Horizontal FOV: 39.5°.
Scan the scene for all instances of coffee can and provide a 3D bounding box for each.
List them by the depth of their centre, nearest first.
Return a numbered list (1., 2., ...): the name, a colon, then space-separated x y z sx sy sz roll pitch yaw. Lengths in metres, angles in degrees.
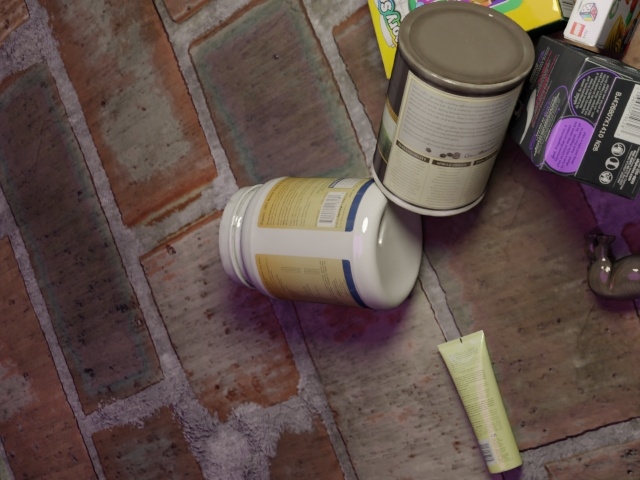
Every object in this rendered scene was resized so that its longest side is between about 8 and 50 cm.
1. coffee can: 0.197 -0.201 1.392 0.201 0.201 0.275 37 145 22

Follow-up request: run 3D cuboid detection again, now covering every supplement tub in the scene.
1. supplement tub: 0.000 0.000 1.591 0.316 0.228 0.228 4 99 31

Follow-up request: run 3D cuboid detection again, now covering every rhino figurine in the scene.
1. rhino figurine: 0.524 0.046 1.368 0.243 0.073 0.106 3 95 30

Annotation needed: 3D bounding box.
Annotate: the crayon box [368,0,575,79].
1. crayon box: 0.219 -0.481 1.461 0.313 0.106 0.363 -14 91 33

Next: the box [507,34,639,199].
1. box: 0.383 -0.186 1.290 0.143 0.270 0.165 17 109 -5

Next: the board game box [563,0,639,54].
1. board game box: 0.453 -0.424 1.273 0.053 0.193 0.305 28 111 26

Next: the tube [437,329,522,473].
1. tube: 0.286 0.284 1.561 0.070 0.062 0.240 -18 80 -11
